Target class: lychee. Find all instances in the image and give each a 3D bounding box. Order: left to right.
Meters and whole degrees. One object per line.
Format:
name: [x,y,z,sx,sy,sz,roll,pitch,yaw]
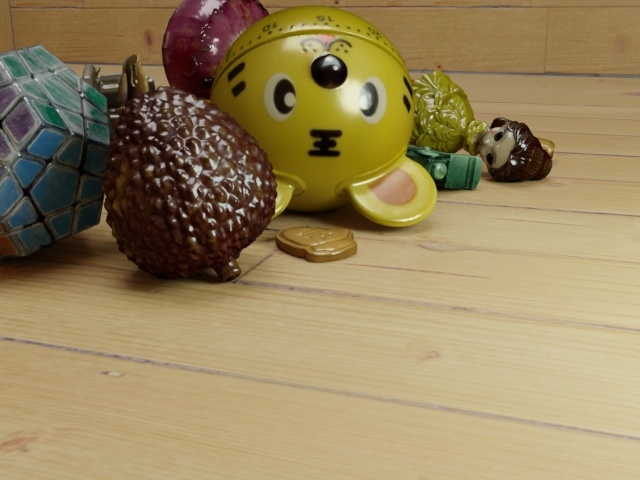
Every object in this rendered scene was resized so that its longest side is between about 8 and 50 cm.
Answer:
lychee: [-0.175,-0.070,1.156,0.236,0.271,0.236,-19,-5,-2]

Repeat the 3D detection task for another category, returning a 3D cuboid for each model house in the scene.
model house: [-0.437,-0.277,1.964,0.188,0.229,0.122,-1,-13,-18]

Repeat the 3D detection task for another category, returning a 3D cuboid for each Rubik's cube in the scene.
Rubik's cube: [-0.444,-0.122,1.241,0.264,0.319,0.319,31,33,34]

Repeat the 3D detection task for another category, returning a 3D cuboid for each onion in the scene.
onion: [-0.297,-0.526,2.448,0.345,0.358,0.358,15,21,18]

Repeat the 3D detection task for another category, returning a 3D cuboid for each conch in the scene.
conch: [-0.249,-0.140,1.292,0.109,0.330,0.093,14,44,16]

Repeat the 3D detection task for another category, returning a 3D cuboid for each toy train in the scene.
toy train: [0.196,-0.141,1.657,0.132,0.083,0.200,3,13,-27]

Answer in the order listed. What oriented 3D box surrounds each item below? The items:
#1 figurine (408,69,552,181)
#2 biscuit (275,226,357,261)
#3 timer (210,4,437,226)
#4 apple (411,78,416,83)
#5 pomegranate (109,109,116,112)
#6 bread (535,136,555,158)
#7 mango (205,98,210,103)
figurine: [0.303,-0.205,1.731,0.187,0.168,0.315,-49,41,-6]
biscuit: [0.000,-0.002,1.290,0.118,0.023,0.140,-16,22,-38]
timer: [-0.007,-0.183,1.424,0.376,0.376,0.386,-2,53,-3]
apple: [0.159,-0.276,1.935,0.210,0.164,0.209,-4,11,1]
pomegranate: [-0.542,-0.351,2.311,0.130,0.130,0.130,-1,17,0]
bread: [0.424,-0.192,1.842,0.132,0.053,0.074,8,19,21]
mango: [-0.225,-0.208,1.793,0.187,0.138,0.257,-25,-1,26]
